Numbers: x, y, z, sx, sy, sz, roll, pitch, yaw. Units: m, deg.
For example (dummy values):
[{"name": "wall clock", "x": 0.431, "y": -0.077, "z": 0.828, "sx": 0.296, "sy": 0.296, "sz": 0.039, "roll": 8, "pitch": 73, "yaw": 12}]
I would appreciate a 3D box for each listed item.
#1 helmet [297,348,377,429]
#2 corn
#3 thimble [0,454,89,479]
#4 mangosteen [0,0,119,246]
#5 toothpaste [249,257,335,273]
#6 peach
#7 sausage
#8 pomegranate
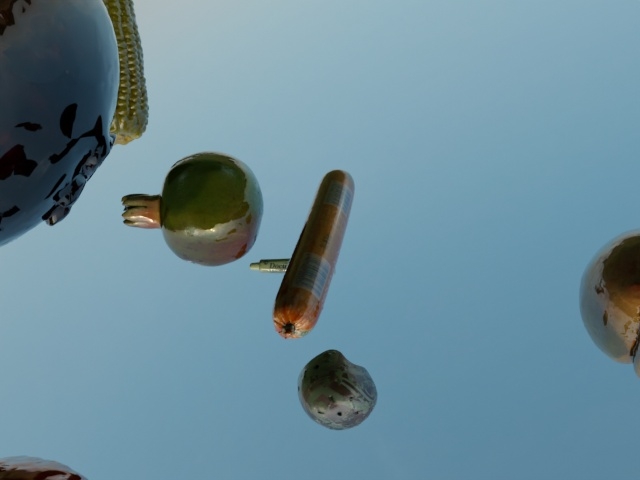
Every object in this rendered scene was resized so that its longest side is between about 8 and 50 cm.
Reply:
[{"name": "helmet", "x": 0.030, "y": 0.330, "z": 1.311, "sx": 0.153, "sy": 0.177, "sz": 0.107, "roll": -54, "pitch": 179, "yaw": 14}, {"name": "corn", "x": -0.346, "y": -0.319, "z": 0.964, "sx": 0.131, "sy": 0.344, "sz": 0.131, "roll": -9, "pitch": -178, "yaw": 0}, {"name": "thimble", "x": -0.240, "y": 0.325, "z": 0.366, "sx": 0.350, "sy": 0.231, "sz": 0.349, "roll": -2, "pitch": -93, "yaw": 36}, {"name": "mangosteen", "x": -0.330, "y": -0.145, "z": 0.478, "sx": 0.307, "sy": 0.347, "sz": 0.306, "roll": -41, "pitch": -153, "yaw": 26}, {"name": "toothpaste", "x": -0.064, "y": 0.058, "z": 1.437, "sx": 0.197, "sy": 0.048, "sz": 0.029, "roll": 0, "pitch": -172, "yaw": -1}, {"name": "peach", "x": 0.551, "y": 0.103, "z": 0.976, "sx": 0.247, "sy": 0.292, "sz": 0.292, "roll": -46, "pitch": -147, "yaw": 3}, {"name": "sausage", "x": 0.000, "y": 0.000, "z": 0.749, "sx": 0.053, "sy": 0.053, "sz": 0.347, "roll": -19, "pitch": -153, "yaw": 22}, {"name": "pomegranate", "x": -0.190, "y": -0.049, "z": 0.935, "sx": 0.210, "sy": 0.179, "sz": 0.180, "roll": 1, "pitch": -149, "yaw": -13}]
